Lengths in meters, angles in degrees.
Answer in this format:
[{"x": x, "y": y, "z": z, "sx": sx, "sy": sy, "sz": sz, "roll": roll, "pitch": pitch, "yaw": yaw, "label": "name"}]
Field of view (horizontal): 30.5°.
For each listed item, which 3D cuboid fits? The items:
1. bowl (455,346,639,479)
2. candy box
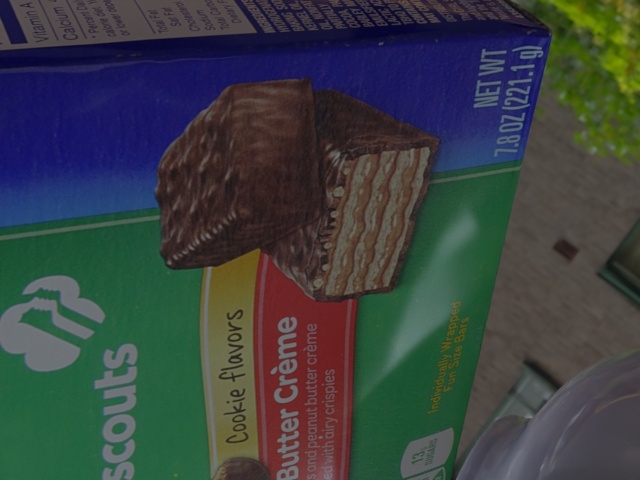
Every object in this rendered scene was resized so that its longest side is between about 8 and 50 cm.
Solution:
[{"x": 0.140, "y": 0.177, "z": 0.603, "sx": 0.134, "sy": 0.298, "sz": 0.298, "roll": 14, "pitch": -158, "yaw": 27, "label": "bowl"}, {"x": -0.099, "y": 0.031, "z": 0.430, "sx": 0.317, "sy": 0.268, "sz": 0.122, "roll": -8, "pitch": -145, "yaw": -23, "label": "candy box"}]
